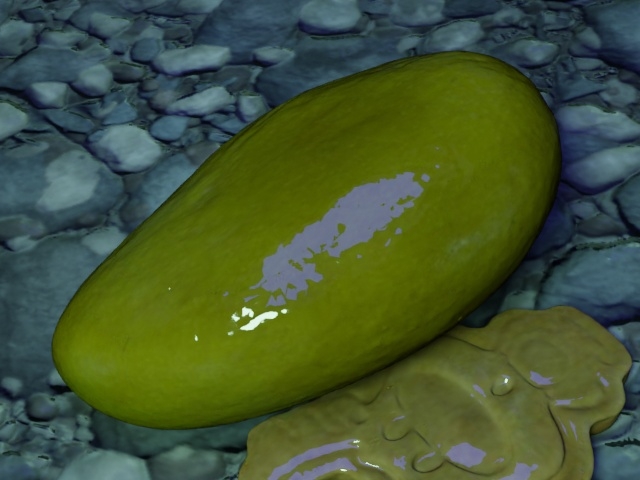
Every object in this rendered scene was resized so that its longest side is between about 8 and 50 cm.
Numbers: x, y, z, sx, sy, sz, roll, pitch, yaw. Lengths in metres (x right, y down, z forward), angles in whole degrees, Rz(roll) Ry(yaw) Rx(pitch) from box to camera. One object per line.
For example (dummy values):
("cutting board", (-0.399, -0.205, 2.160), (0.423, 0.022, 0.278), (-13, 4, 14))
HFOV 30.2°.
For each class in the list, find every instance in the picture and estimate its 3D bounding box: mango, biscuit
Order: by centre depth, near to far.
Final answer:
("biscuit", (0.075, 0.110, 0.670), (0.236, 0.040, 0.144), (-31, 58, -19))
("mango", (0.007, 0.001, 0.697), (0.331, 0.142, 0.195), (-39, 35, -19))
